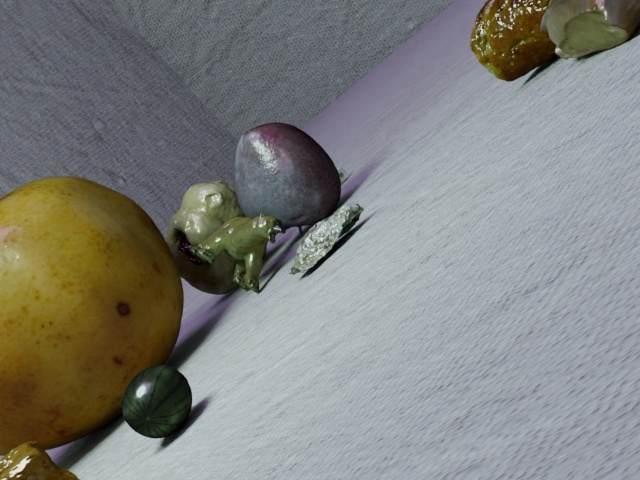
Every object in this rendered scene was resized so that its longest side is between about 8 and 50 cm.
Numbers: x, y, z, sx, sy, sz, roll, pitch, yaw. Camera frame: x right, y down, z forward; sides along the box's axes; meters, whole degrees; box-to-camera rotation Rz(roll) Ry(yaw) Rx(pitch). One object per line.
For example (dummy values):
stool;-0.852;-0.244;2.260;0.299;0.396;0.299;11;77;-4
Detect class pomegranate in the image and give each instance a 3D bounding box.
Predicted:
pomegranate;-0.400;0.096;2.214;0.416;0.417;0.416;-42;6;6

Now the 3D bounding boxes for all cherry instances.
cherry;-0.055;-0.091;2.294;0.140;0.176;0.176;-25;-6;-37

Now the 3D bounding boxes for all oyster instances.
oyster;0.001;0.000;1.931;0.100;0.037;0.098;-47;7;-32

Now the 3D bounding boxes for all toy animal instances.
toy animal;-0.110;0.005;2.203;0.101;0.103;0.218;-54;7;-6

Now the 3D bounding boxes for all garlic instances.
garlic;0.293;-0.251;1.631;0.101;0.087;0.195;-56;11;-8

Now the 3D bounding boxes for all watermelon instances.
watermelon;-0.177;0.175;1.695;0.078;0.078;0.111;-42;6;2

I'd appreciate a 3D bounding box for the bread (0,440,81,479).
bread;-0.395;0.371;1.600;0.380;0.109;0.185;-45;11;-9

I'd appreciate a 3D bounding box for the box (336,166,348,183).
box;0.004;-0.080;2.500;0.083;0.024;0.054;-46;5;-17

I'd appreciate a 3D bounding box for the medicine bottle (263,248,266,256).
medicine bottle;-0.115;0.013;2.495;0.047;0.047;0.083;-44;7;-10

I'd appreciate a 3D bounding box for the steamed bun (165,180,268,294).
steamed bun;-0.162;-0.020;2.379;0.172;0.140;0.155;-59;-14;-14

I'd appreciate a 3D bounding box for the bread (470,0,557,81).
bread;0.265;-0.270;1.820;0.172;0.103;0.132;-28;23;54
